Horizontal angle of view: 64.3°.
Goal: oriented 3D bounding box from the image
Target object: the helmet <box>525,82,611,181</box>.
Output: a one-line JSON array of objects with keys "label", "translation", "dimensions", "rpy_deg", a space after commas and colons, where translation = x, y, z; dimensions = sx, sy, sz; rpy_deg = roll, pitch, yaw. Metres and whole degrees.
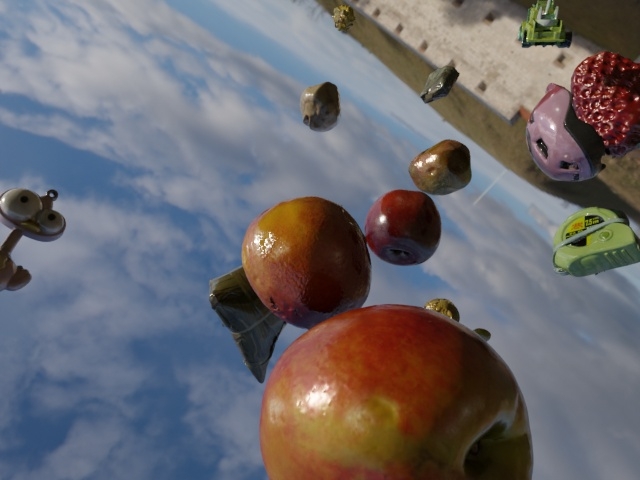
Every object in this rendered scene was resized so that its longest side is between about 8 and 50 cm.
[{"label": "helmet", "translation": [0.597, -0.251, 1.279], "dimensions": [0.198, 0.154, 0.253], "rpy_deg": [38, -164, -54]}]

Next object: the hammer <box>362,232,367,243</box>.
[{"label": "hammer", "translation": [0.000, 0.000, 1.517], "dimensions": [0.288, 0.033, 0.111], "rpy_deg": [2, -113, -17]}]

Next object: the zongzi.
[{"label": "zongzi", "translation": [-0.115, 0.245, 1.909], "dimensions": [0.218, 0.500, 0.466], "rpy_deg": [47, 162, 59]}]

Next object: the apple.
[{"label": "apple", "translation": [0.233, -0.035, 1.432], "dimensions": [0.218, 0.218, 0.201], "rpy_deg": [24, -120, -32]}]

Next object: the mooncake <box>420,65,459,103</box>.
[{"label": "mooncake", "translation": [0.441, -0.569, 1.870], "dimensions": [0.073, 0.125, 0.130], "rpy_deg": [35, 159, -20]}]

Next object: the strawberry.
[{"label": "strawberry", "translation": [1.004, -0.479, 1.711], "dimensions": [0.345, 0.318, 0.295], "rpy_deg": [56, -159, -3]}]

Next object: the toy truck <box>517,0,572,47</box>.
[{"label": "toy truck", "translation": [0.664, -0.646, 1.506], "dimensions": [0.129, 0.135, 0.259], "rpy_deg": [5, -155, 15]}]

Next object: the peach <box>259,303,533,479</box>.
[{"label": "peach", "translation": [0.092, 0.270, 0.728], "dimensions": [0.388, 0.388, 0.388], "rpy_deg": [32, -156, -16]}]

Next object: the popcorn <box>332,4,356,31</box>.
[{"label": "popcorn", "translation": [0.071, -0.690, 1.582], "dimensions": [0.057, 0.083, 0.082], "rpy_deg": [-13, -116, -28]}]

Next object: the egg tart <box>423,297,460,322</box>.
[{"label": "egg tart", "translation": [0.405, 0.254, 1.714], "dimensions": [0.129, 0.129, 0.049], "rpy_deg": [44, 176, 11]}]

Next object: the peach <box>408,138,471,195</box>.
[{"label": "peach", "translation": [0.453, -0.273, 1.926], "dimensions": [0.214, 0.236, 0.214], "rpy_deg": [-12, -90, -80]}]

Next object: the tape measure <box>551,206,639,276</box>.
[{"label": "tape measure", "translation": [0.571, 0.003, 1.068], "dimensions": [0.087, 0.178, 0.153], "rpy_deg": [40, -134, -28]}]

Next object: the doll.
[{"label": "doll", "translation": [-0.695, 0.006, 1.142], "dimensions": [0.160, 0.094, 0.365], "rpy_deg": [28, -135, -16]}]

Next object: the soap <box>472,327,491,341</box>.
[{"label": "soap", "translation": [0.573, 0.377, 1.916], "dimensions": [0.089, 0.140, 0.045], "rpy_deg": [30, -151, -38]}]

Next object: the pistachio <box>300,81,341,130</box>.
[{"label": "pistachio", "translation": [0.006, -0.405, 1.572], "dimensions": [0.126, 0.152, 0.223], "rpy_deg": [34, 176, 12]}]

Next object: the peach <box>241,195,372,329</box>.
[{"label": "peach", "translation": [-0.029, 0.048, 1.037], "dimensions": [0.281, 0.238, 0.280], "rpy_deg": [10, -114, -23]}]
